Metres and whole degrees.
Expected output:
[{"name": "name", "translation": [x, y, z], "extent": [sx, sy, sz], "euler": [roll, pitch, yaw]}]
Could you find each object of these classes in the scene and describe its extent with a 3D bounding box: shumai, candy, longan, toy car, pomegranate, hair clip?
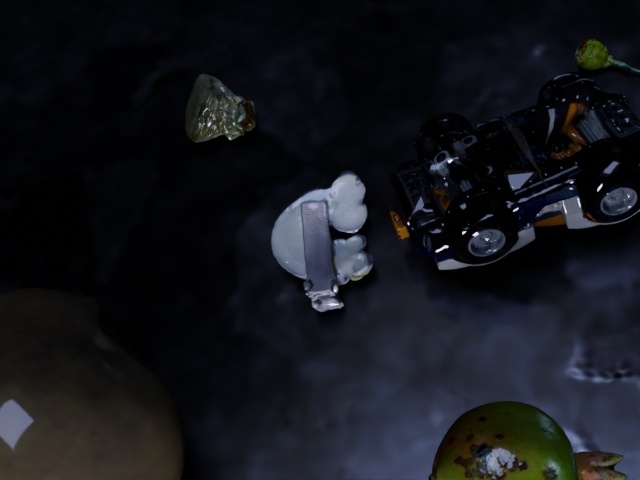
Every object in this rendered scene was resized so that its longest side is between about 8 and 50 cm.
[{"name": "shumai", "translation": [-0.118, -0.157, 2.000], "extent": [0.080, 0.082, 0.083], "euler": [11, 71, -23]}, {"name": "candy", "translation": [0.358, -0.205, 1.926], "extent": [0.123, 0.035, 0.035], "euler": [22, 110, 14]}, {"name": "longan", "translation": [-0.289, 0.205, 1.671], "extent": [0.319, 0.319, 0.319], "euler": [-6, 58, 10]}, {"name": "toy car", "translation": [0.222, -0.073, 1.824], "extent": [0.301, 0.118, 0.193], "euler": [-20, 48, 2]}, {"name": "pomegranate", "translation": [0.204, 0.241, 1.627], "extent": [0.205, 0.159, 0.159], "euler": [-2, 55, -17]}, {"name": "hair clip", "translation": [0.000, 0.000, 1.875], "extent": [0.116, 0.049, 0.172], "euler": [-7, 55, 4]}]
